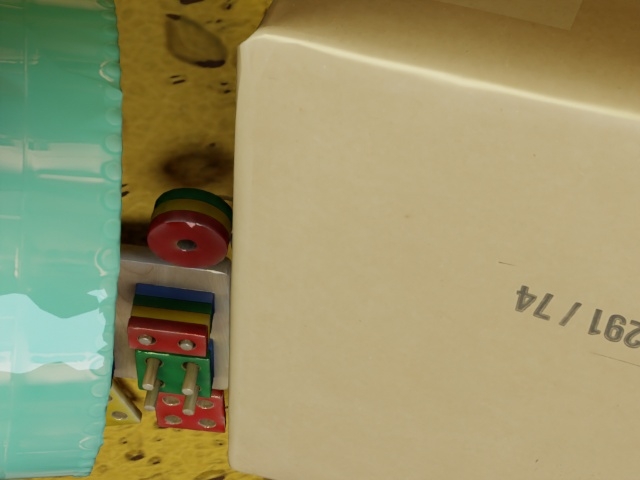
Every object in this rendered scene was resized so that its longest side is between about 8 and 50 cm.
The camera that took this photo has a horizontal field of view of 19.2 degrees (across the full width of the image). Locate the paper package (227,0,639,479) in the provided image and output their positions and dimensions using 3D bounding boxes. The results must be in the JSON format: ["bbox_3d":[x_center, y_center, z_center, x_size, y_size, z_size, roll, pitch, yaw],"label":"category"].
[{"bbox_3d":[0.131,0.001,0.915,0.324,0.168,0.309,13,133,9],"label":"paper package"}]

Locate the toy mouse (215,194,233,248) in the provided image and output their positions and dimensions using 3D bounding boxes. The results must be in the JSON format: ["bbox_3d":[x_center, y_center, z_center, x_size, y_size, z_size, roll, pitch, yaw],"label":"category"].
[{"bbox_3d":[0.000,0.000,1.114,0.161,0.031,0.143,7,140,-15],"label":"toy mouse"}]

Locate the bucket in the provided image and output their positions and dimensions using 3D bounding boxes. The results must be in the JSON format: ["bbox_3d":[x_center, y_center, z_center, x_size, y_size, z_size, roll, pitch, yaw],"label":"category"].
[{"bbox_3d":[-0.195,-0.010,0.896,0.183,0.281,0.281,2,141,-12],"label":"bucket"}]

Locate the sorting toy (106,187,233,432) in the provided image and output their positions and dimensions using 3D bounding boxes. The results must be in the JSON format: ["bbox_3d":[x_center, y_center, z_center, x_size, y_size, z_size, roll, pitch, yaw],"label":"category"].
[{"bbox_3d":[-0.122,0.063,1.144,0.132,0.046,0.274,7,145,2],"label":"sorting toy"}]
